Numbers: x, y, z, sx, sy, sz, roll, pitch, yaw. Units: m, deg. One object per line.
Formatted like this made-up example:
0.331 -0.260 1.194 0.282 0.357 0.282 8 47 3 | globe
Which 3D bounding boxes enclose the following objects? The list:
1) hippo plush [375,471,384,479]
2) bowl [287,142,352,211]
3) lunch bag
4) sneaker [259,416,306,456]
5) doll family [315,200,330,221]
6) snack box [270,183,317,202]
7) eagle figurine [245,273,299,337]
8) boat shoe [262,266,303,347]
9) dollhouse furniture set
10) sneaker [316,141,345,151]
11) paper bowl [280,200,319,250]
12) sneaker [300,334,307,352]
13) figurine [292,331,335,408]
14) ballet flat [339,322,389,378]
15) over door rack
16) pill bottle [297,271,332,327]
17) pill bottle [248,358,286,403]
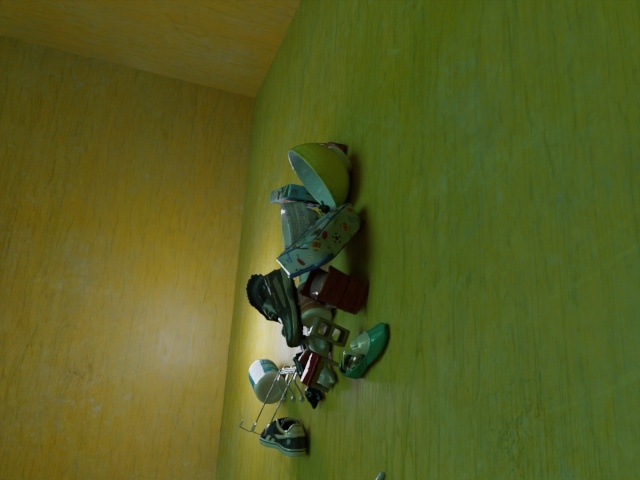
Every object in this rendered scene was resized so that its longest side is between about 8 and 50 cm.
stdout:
0.026 0.782 1.291 0.294 0.236 0.234 117 154 -42 | hippo plush
0.025 -0.263 1.836 0.156 0.289 0.289 -39 17 -10 | bowl
0.000 0.000 1.665 0.243 0.115 0.303 -29 11 47 | lunch bag
-0.148 0.774 1.970 0.321 0.126 0.128 -18 69 57 | sneaker
0.030 -0.055 1.865 0.193 0.076 0.111 58 168 -10 | doll family
-0.092 -0.189 2.135 0.322 0.187 0.060 180 99 -71 | snack box
-0.158 0.257 2.107 0.225 0.226 0.298 -47 37 -9 | eagle figurine
-0.149 0.262 1.884 0.132 0.130 0.355 73 -178 -47 | boat shoe
-0.006 0.275 1.596 0.374 0.152 0.201 -67 17 -12 | dollhouse furniture set
0.028 -0.355 2.019 0.225 0.088 0.093 -153 72 -70 | sneaker
-0.073 -0.020 2.006 0.284 0.148 0.284 174 90 -78 | paper bowl
-0.056 0.439 1.993 0.057 0.047 0.119 -30 51 39 | sneaker
-0.013 0.478 1.794 0.215 0.092 0.209 118 145 -42 | figurine
0.119 0.334 1.454 0.083 0.087 0.247 -102 28 -46 | ballet flat
-0.167 0.647 1.961 0.324 0.108 0.239 -51 6 -27 | over door rack
-0.027 0.217 1.869 0.216 0.121 0.121 -100 26 -42 | pill bottle
-0.258 0.649 2.300 0.264 0.146 0.146 -158 78 -70 | pill bottle
